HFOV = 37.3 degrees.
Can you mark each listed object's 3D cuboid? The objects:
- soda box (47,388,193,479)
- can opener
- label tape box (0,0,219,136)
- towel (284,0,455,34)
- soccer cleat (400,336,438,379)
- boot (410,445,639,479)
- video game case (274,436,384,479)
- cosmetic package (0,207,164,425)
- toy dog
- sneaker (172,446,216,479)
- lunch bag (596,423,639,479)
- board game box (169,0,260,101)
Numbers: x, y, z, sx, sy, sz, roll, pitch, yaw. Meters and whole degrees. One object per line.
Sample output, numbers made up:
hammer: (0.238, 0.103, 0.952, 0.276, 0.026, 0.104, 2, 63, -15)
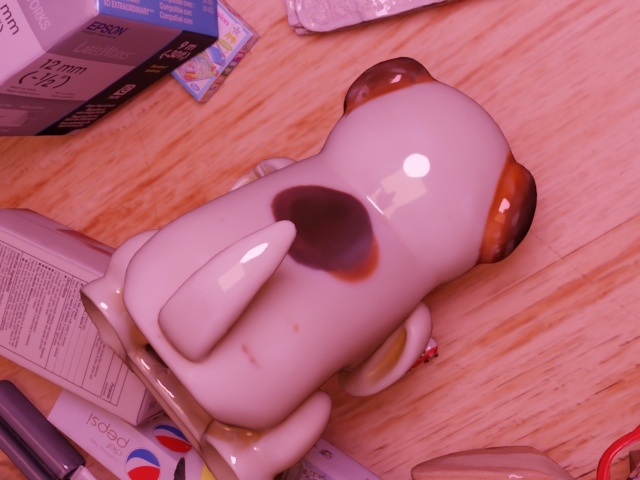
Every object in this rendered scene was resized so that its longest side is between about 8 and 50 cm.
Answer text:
soda box: (-0.223, 0.247, 1.159, 0.216, 0.074, 0.069, 34, 105, 14)
can opener: (-0.344, 0.295, 1.205, 0.280, 0.093, 0.074, 45, 109, 15)
label tape box: (-0.229, -0.234, 0.987, 0.347, 0.249, 0.115, -26, 86, 21)
towel: (0.081, -0.334, 1.003, 0.282, 0.049, 0.187, -11, 92, 20)
soccer cleat: (0.093, 0.132, 1.059, 0.083, 0.029, 0.036, -34, 75, 17)
boot: (0.244, 0.328, 0.983, 0.295, 0.104, 0.211, -3, 94, 16)
video game case: (0.001, 0.372, 1.063, 0.244, 0.061, 0.270, 30, 113, 23)
cosmetic package: (-0.291, 0.082, 1.138, 0.296, 0.129, 0.153, 25, 101, 17)
toy dog: (0.000, 0.000, 0.901, 0.408, 0.395, 0.284, -37, 66, -21)
sneaker: (0.001, 0.348, 0.965, 0.147, 0.145, 0.385, -45, 74, 3)
lunch bag: (0.379, 0.262, 0.871, 0.258, 0.120, 0.293, 34, 86, 3)
board game box: (-0.158, -0.253, 1.109, 0.154, 0.026, 0.103, 46, 109, 10)
